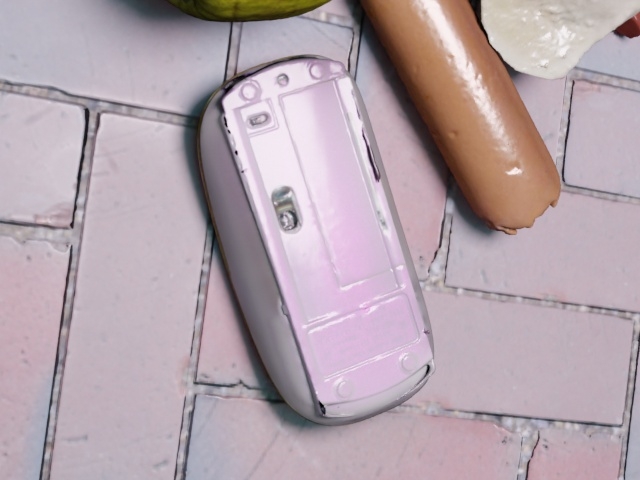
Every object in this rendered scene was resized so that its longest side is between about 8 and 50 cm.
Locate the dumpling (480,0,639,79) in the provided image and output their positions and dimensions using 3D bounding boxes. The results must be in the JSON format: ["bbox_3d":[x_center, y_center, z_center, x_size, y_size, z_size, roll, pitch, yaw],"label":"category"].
[{"bbox_3d":[0.225,-0.291,1.118,0.227,0.175,0.243,38,47,-30],"label":"dumpling"}]

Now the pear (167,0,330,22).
[{"bbox_3d":[-0.030,-0.282,1.005,0.212,0.212,0.269,47,67,-16],"label":"pear"}]

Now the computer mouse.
[{"bbox_3d":[0.000,0.000,1.088,0.158,0.072,0.310,-20,97,-20],"label":"computer mouse"}]

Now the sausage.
[{"bbox_3d":[0.121,-0.138,1.133,0.086,0.086,0.289,-33,101,-19],"label":"sausage"}]

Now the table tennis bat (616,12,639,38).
[{"bbox_3d":[0.381,-0.316,1.273,0.200,0.038,0.310,46,70,-15],"label":"table tennis bat"}]
